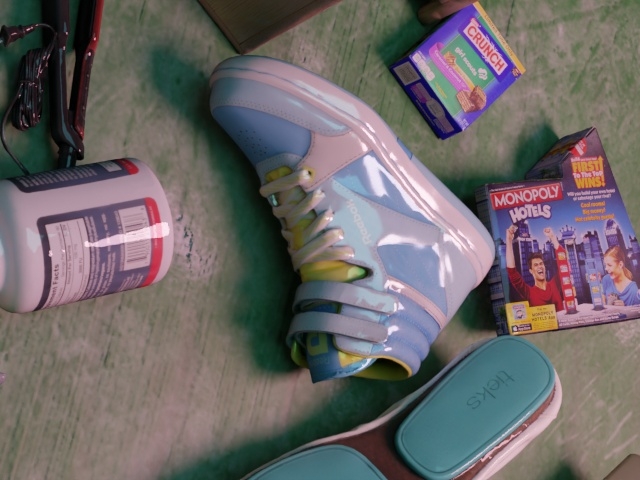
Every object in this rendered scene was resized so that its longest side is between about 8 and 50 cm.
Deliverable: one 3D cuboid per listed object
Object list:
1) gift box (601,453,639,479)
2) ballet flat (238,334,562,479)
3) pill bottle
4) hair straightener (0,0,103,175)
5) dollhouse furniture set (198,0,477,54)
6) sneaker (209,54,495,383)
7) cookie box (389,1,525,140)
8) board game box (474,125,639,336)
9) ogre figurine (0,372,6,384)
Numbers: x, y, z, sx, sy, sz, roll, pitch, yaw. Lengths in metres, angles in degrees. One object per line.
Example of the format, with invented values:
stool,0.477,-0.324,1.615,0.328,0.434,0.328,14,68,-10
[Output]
gift box,0.299,0.371,1.456,0.258,0.276,0.255,-35,113,-35
ballet flat,0.050,0.221,1.398,0.400,0.139,0.139,-30,97,-30
pill bottle,-0.218,-0.001,1.287,0.180,0.108,0.108,-12,87,-32
hair straightener,-0.232,-0.148,1.351,0.089,0.047,0.230,12,79,-29
dollhouse furniture set,0.064,-0.369,1.439,0.394,0.256,0.362,-46,105,-29
sneaker,0.000,0.000,1.410,0.319,0.127,0.208,39,62,-19
cookie box,0.133,-0.166,1.569,0.107,0.040,0.092,-44,103,-30
board game box,0.229,-0.010,1.588,0.194,0.060,0.194,-5,82,-32
ogre figurine,-0.319,0.098,1.217,0.197,0.097,0.118,45,73,-4
